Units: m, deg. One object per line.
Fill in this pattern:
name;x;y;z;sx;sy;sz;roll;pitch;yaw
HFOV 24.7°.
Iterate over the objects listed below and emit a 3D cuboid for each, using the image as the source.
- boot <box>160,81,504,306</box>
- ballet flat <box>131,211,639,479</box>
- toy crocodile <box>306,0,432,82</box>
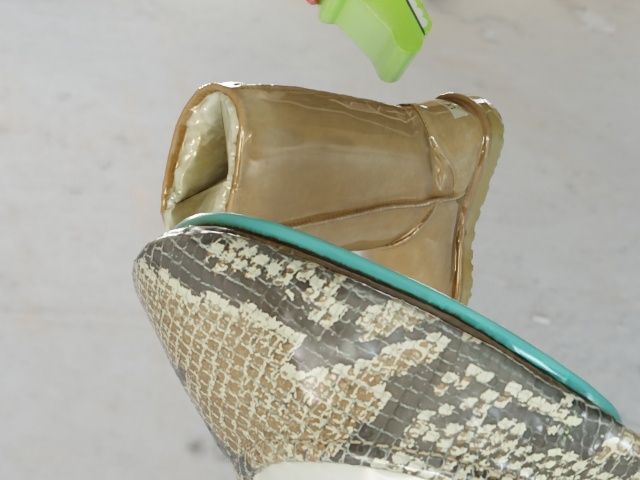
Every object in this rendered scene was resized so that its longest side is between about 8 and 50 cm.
boot;0.000;0.000;1.016;0.089;0.236;0.270;24;21;38
ballet flat;0.119;0.153;0.691;0.483;0.164;0.182;25;62;-17
toy crocodile;-0.011;-0.280;1.141;0.105;0.340;0.115;-22;-6;-18
